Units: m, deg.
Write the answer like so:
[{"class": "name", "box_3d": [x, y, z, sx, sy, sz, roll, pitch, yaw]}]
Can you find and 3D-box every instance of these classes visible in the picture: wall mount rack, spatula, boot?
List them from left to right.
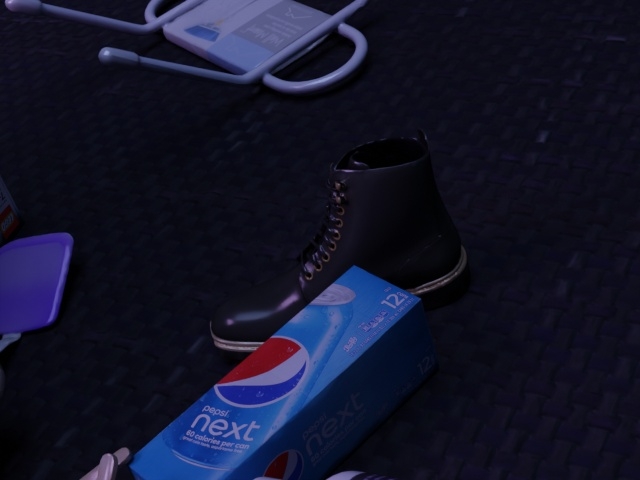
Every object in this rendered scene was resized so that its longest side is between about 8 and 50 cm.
[{"class": "spatula", "box_3d": [-0.263, 0.105, 0.860, 0.084, 0.030, 0.296, -7, 40, 15]}, {"class": "wall mount rack", "box_3d": [-0.128, -0.239, 1.142, 0.304, 0.130, 0.350, -36, 41, -21]}, {"class": "boot", "box_3d": [0.000, 0.000, 0.800, 0.198, 0.137, 0.077, -21, 38, -3]}]

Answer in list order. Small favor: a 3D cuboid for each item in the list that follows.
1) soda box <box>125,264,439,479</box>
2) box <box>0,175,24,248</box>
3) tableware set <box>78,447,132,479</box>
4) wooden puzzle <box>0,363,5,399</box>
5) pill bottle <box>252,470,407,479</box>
[{"class": "soda box", "box_3d": [-0.019, 0.112, 0.725, 0.210, 0.071, 0.067, -40, 44, -26]}, {"class": "box", "box_3d": [-0.341, 0.008, 0.940, 0.036, 0.114, 0.207, 4, 44, 25]}, {"class": "tableware set", "box_3d": [-0.174, 0.209, 0.625, 0.194, 0.039, 0.128, -37, 45, 0]}, {"class": "wooden puzzle", "box_3d": [-0.421, 0.197, 0.761, 0.348, 0.080, 0.322, 5, 50, 22]}, {"class": "pill bottle", "box_3d": [0.046, 0.182, 0.587, 0.193, 0.108, 0.108, 6, 44, 26]}]
